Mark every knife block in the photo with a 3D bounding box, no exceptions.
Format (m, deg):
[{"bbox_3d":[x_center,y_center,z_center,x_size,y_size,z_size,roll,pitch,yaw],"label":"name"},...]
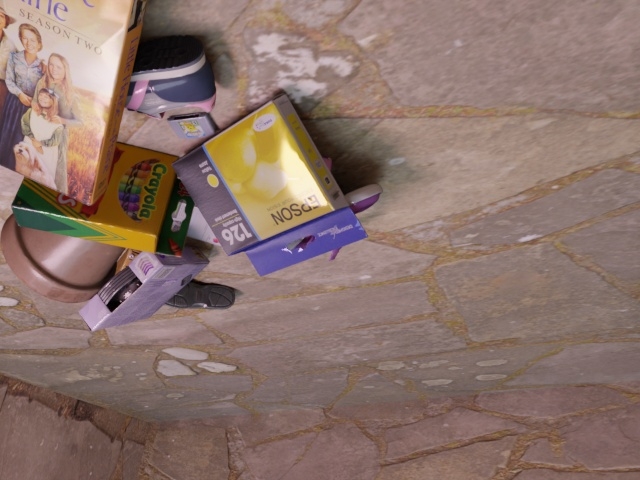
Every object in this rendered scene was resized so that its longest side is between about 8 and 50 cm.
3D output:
[{"bbox_3d":[-0.567,0.107,1.599,0.088,0.242,0.275,22,100,-26],"label":"knife block"}]

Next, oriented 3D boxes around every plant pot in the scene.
[{"bbox_3d":[-0.534,-0.024,1.231,0.229,0.263,0.263,-34,133,24],"label":"plant pot"}]

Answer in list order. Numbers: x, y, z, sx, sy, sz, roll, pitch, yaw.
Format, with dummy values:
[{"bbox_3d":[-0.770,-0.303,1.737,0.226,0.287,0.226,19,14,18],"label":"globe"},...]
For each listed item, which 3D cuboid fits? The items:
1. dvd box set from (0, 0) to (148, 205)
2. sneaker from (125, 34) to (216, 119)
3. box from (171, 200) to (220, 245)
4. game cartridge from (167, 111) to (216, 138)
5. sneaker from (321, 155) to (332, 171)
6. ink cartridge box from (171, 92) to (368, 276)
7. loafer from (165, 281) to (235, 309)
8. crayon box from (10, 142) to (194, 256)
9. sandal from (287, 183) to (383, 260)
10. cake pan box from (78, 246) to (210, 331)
[{"bbox_3d":[-0.433,-0.273,0.795,0.307,0.062,0.420,26,130,-9],"label":"dvd box set"},{"bbox_3d":[-0.330,-0.252,0.920,0.319,0.112,0.131,0,145,12],"label":"sneaker"},{"bbox_3d":[-0.307,-0.056,1.308,0.186,0.038,0.145,18,147,-16],"label":"box"},{"bbox_3d":[-0.246,-0.220,1.051,0.083,0.017,0.056,-3,151,15],"label":"game cartridge"},{"bbox_3d":[-0.060,-0.106,1.140,0.104,0.095,0.236,27,145,-17],"label":"sneaker"},{"bbox_3d":[-0.108,-0.080,1.065,0.303,0.072,0.307,-22,103,36],"label":"ink cartridge box"},{"bbox_3d":[-0.396,0.169,1.645,0.267,0.096,0.084,12,159,-16],"label":"loafer"},{"bbox_3d":[-0.418,-0.097,1.106,0.318,0.202,0.081,12,148,-12],"label":"crayon box"},{"bbox_3d":[0.011,-0.006,1.209,0.169,0.102,0.416,-28,176,-39],"label":"sandal"},{"bbox_3d":[-0.431,0.114,1.358,0.246,0.070,0.267,-43,171,10],"label":"cake pan box"}]
